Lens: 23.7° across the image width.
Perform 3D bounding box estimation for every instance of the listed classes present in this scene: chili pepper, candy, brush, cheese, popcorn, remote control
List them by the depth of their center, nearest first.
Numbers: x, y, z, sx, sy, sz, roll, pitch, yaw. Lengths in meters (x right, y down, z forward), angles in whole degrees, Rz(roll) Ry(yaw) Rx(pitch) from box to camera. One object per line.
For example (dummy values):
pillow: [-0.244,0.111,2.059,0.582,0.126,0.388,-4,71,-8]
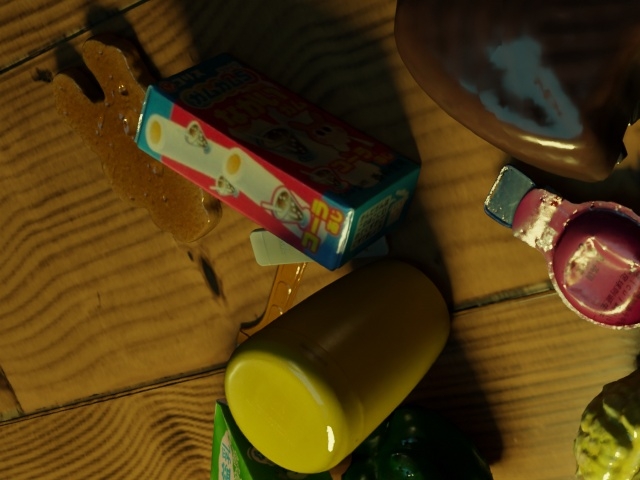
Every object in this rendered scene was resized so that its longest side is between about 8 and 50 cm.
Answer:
popcorn: [0.367,0.224,1.653,0.185,0.187,0.167,20,88,38]
cheese: [0.287,0.008,1.668,0.244,0.062,0.155,37,129,18]
candy: [-0.052,-0.099,1.802,0.306,0.157,0.100,32,127,21]
chili pepper: [0.132,0.311,1.876,0.165,0.174,0.261,-23,130,24]
remote control: [0.000,0.000,1.892,0.184,0.027,0.050,-4,113,27]
brush: [-0.054,0.086,1.996,0.090,0.017,0.314,33,128,19]

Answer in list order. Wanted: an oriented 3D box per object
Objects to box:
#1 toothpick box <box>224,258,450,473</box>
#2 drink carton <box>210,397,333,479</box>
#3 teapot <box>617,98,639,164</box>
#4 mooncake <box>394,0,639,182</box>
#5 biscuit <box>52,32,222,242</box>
toothpick box: [0.032,0.135,1.789,0.175,0.271,0.175,22,129,30]
drink carton: [-0.052,0.340,1.976,0.271,0.108,0.161,-121,30,-46]
teapot: [0.299,-0.163,1.556,0.096,0.087,0.177,15,120,27]
mooncake: [0.232,-0.222,1.432,0.326,0.174,0.334,-18,77,17]
biscuit: [-0.234,-0.129,2.001,0.186,0.044,0.295,-36,88,46]
